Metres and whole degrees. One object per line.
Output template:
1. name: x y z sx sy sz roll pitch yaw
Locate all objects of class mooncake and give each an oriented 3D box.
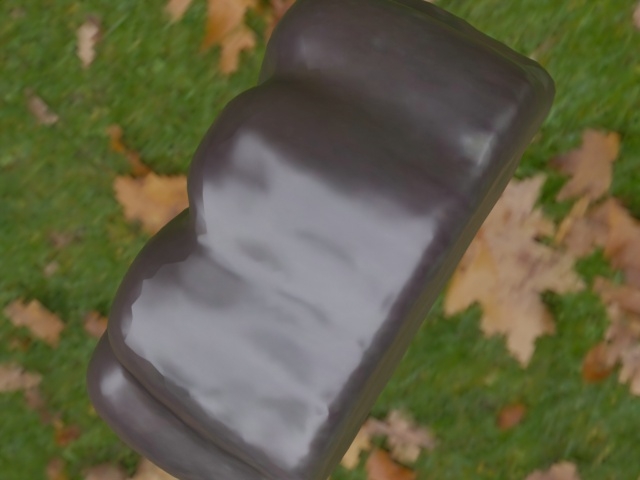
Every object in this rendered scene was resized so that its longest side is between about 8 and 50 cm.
1. mooncake: 0.000 0.000 1.076 0.154 0.306 0.306 30 125 3
